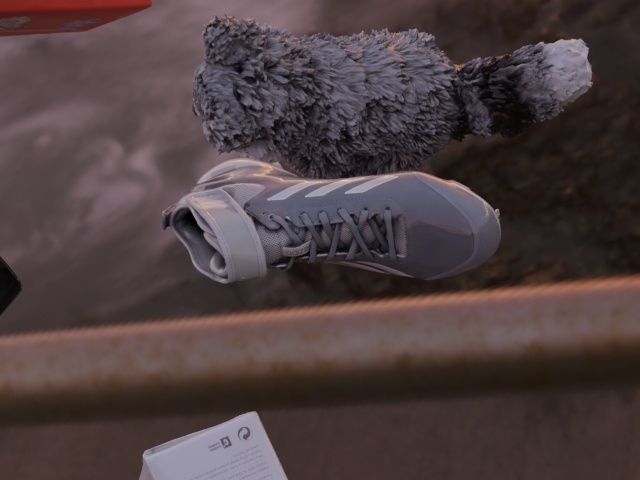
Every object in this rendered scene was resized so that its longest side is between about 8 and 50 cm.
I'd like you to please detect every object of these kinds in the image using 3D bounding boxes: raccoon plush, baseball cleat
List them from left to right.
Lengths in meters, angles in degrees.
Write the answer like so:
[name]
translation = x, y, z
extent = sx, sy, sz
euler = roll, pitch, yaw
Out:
[baseball cleat]
translation = 0.000, 0.000, 0.863
extent = 0.206, 0.072, 0.109
euler = 6, 29, 32
[raccoon plush]
translation = 0.059, -0.207, 1.699
extent = 0.446, 0.299, 0.216
euler = -25, 69, 22

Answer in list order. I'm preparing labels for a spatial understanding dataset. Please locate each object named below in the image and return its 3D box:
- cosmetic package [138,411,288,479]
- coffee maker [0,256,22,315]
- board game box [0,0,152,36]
[cosmetic package]
translation = -0.079, 0.426, 1.740
extent = 0.156, 0.217, 0.385
euler = -19, 71, -18
[coffee maker]
translation = -0.357, 0.084, 1.279
extent = 0.120, 0.171, 0.178
euler = 17, 54, 23
[board game box]
translation = -0.236, -0.235, 0.820
extent = 0.064, 0.242, 0.316
euler = -13, 4, 29
